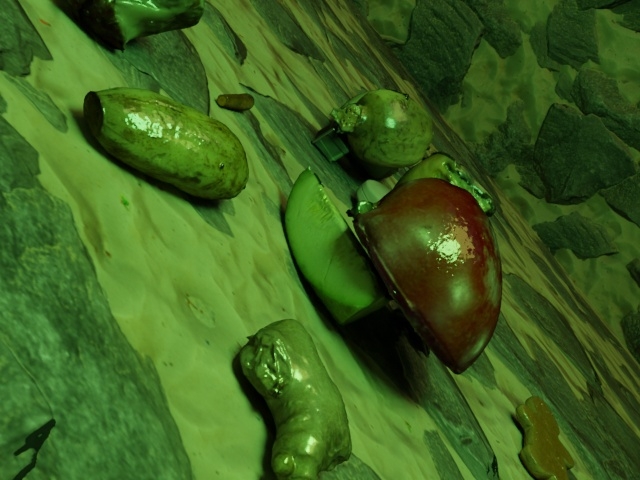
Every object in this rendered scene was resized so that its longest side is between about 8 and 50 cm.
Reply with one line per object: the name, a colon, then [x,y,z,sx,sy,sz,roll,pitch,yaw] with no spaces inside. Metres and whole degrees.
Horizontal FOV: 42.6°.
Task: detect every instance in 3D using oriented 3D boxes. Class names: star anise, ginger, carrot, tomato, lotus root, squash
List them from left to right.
lotus root: [-0.177,-0.119,1.026,0.258,0.097,0.110,21,38,-49]
carrot: [-0.144,-0.237,1.399,0.032,0.032,0.093,55,24,8]
ginger: [-0.016,0.182,0.883,0.137,0.074,0.213,23,29,-37]
squash: [0.000,0.000,1.203,0.252,0.093,0.169,58,7,11]
lotus root: [0.145,-0.227,1.670,0.257,0.154,0.140,2,18,-44]
star anise: [0.163,0.122,1.404,0.124,0.056,0.129,47,35,-19]
tomato: [0.184,0.033,1.226,0.289,0.176,0.335,58,5,-5]

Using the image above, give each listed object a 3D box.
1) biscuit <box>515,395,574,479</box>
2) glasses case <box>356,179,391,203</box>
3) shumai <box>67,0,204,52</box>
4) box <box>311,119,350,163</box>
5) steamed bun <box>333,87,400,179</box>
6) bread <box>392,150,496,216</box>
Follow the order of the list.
biscuit: [0.420,0.385,1.552,0.165,0.036,0.250,47,23,-13]
glasses case: [0.159,0.006,1.577,0.113,0.075,0.297,20,36,-55]
shumai: [-0.270,-0.329,1.155,0.201,0.120,0.201,19,-11,4]
box: [0.026,-0.203,1.681,0.063,0.060,0.084,55,18,-13]
steamed bun: [0.142,-0.254,1.877,0.200,0.155,0.250,51,18,-4]
bread: [0.238,-0.068,1.764,0.204,0.163,0.262,57,-22,18]
